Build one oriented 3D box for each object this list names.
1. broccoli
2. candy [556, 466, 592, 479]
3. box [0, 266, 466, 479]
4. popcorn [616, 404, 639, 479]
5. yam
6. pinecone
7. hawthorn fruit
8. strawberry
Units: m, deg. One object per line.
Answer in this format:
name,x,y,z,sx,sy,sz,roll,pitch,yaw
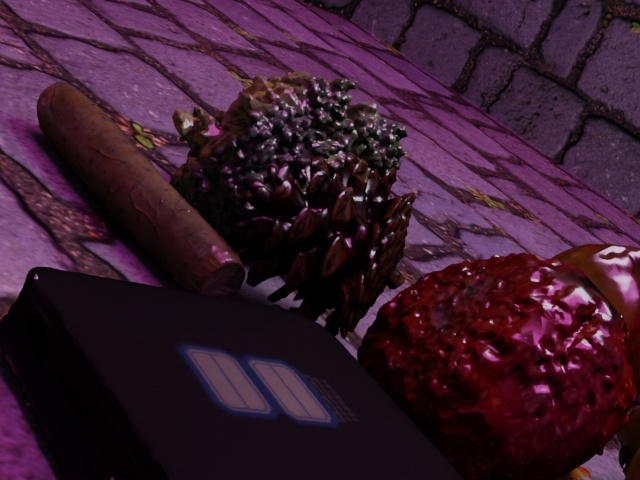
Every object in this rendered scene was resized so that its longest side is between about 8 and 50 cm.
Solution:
broccoli,-0.053,-0.111,1.283,0.288,0.247,0.245,20,15,-45
candy,0.247,0.264,1.066,0.062,0.038,0.122,29,18,-4
box,-0.047,0.153,0.822,0.350,0.091,0.359,14,24,-44
popcorn,0.476,0.256,1.126,0.316,0.280,0.297,20,46,14
yam,-0.210,-0.061,1.152,0.083,0.083,0.371,9,27,-49
pinecone,0.000,0.000,1.095,0.208,0.207,0.207,27,18,-10
hawthorn fruit,0.358,0.101,1.341,0.208,0.248,0.208,33,19,-13
strawberry,0.186,0.116,1.036,0.274,0.220,0.274,23,10,-4
